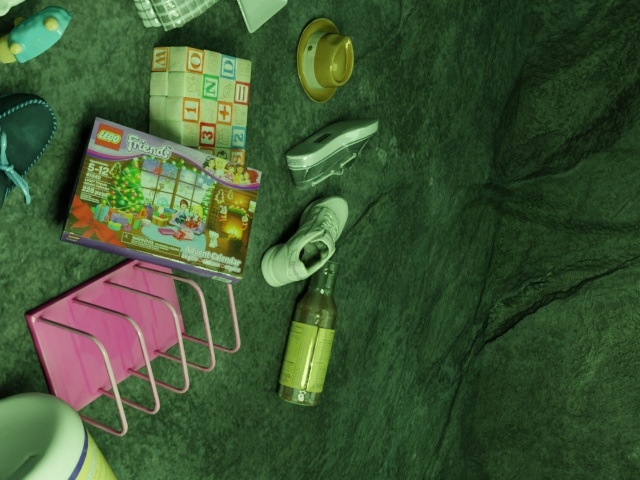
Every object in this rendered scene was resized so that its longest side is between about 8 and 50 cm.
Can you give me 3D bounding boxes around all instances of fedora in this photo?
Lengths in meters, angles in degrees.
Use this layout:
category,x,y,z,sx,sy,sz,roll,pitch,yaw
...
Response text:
category,x,y,z,sx,sy,sz,roll,pitch,yaw
fedora,0.024,-0.415,1.626,0.194,0.079,0.194,-18,112,-53

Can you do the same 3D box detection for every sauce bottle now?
category,x,y,z,sx,sy,sz,roll,pitch,yaw
sauce bottle,-0.018,0.217,1.692,0.111,0.111,0.344,20,82,-56

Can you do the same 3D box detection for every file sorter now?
category,x,y,z,sx,sy,sz,roll,pitch,yaw
file sorter,-0.300,0.164,1.203,0.291,0.182,0.202,-34,126,-47

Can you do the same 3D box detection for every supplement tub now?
category,x,y,z,sx,sy,sz,roll,pitch,yaw
supplement tub,-0.414,0.420,1.050,0.241,0.241,0.331,-47,133,-39

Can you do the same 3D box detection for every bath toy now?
category,x,y,z,sx,sy,sz,roll,pitch,yaw
bath toy,-0.461,-0.398,0.884,0.129,0.151,0.348,-101,167,-51

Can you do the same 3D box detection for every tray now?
category,x,y,z,sx,sy,sz,roll,pitch,yaw
tray,-0.151,-0.561,1.378,0.145,0.030,0.270,-51,136,-35

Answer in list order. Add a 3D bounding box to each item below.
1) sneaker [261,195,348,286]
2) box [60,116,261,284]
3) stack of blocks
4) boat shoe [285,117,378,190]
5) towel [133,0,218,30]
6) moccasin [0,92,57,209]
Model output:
category,x,y,z,sx,sy,sz,roll,pitch,yaw
sneaker,0.000,0.000,1.622,0.305,0.152,0.114,-50,118,-38
box,-0.255,-0.061,1.164,0.293,0.057,0.200,16,69,-23
stack of blocks,-0.226,-0.196,1.307,0.171,0.087,0.297,-7,104,-55
boat shoe,0.037,-0.207,1.674,0.301,0.108,0.102,-37,127,-42
towel,-0.220,-0.523,1.179,0.283,0.121,0.235,-48,135,-26
moccasin,-0.469,-0.068,0.957,0.342,0.117,0.137,-59,141,-28
